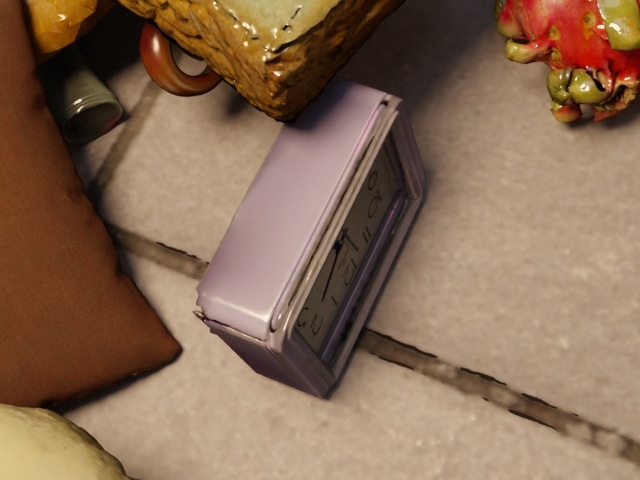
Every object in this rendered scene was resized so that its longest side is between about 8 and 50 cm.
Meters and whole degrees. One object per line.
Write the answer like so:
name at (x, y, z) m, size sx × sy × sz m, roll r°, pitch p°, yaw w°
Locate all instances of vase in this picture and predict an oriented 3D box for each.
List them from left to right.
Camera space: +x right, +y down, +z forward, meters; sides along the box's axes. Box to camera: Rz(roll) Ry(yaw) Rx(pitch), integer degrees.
vase at (-0.240, -0.180, 0.851) m, size 0.086 × 0.086 × 0.214 m, roll -32°, pitch 73°, yaw -4°

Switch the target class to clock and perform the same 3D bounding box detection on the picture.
clock at (0.000, 0.000, 0.706) m, size 0.073 × 0.144 × 0.193 m, roll 21°, pitch 74°, yaw 21°

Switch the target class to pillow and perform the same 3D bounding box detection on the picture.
pillow at (-0.300, 0.008, 0.715) m, size 0.305 × 0.108 × 0.308 m, roll -25°, pitch 98°, yaw -13°

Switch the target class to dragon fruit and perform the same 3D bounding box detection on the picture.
dragon fruit at (0.204, -0.183, 0.740) m, size 0.166 × 0.160 × 0.172 m, roll 0°, pitch 67°, yaw -36°

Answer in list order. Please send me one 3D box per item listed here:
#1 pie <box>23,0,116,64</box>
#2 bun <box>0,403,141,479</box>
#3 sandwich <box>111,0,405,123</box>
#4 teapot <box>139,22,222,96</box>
pie at (-0.236, -0.260, 0.788) m, size 0.273 × 0.069 × 0.273 m, roll -3°, pitch 79°, yaw 15°
bun at (-0.188, 0.212, 0.640) m, size 0.259 × 0.160 × 0.259 m, roll 7°, pitch 110°, yaw 20°
sandwich at (-0.048, -0.239, 0.673) m, size 0.273 × 0.095 × 0.249 m, roll 36°, pitch 71°, yaw 14°
teapot at (-0.059, -0.204, 0.799) m, size 0.178 × 0.135 × 0.252 m, roll -5°, pitch 47°, yaw 42°
